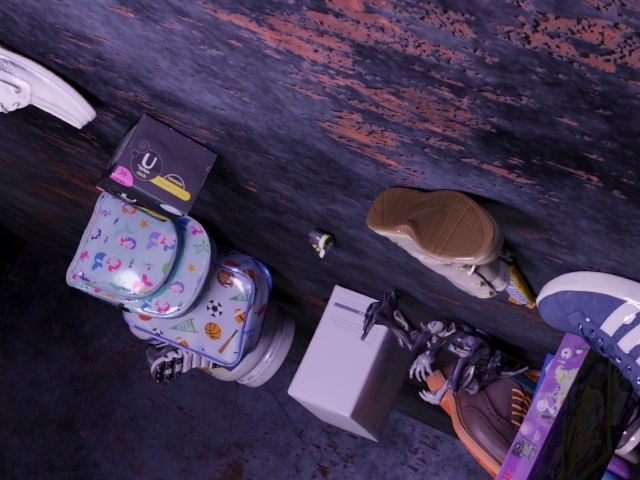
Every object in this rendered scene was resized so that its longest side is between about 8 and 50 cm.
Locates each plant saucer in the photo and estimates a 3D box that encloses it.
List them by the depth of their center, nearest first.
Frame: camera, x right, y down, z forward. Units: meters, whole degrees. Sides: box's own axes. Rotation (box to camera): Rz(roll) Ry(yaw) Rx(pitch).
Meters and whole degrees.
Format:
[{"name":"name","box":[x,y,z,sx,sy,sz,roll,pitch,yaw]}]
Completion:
[{"name":"plant saucer","box":[0.400,0.247,1.967,0.084,0.013,0.083,26,168,6]}]

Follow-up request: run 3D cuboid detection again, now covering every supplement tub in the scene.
[{"name":"supplement tub","box":[-0.245,0.177,2.530,0.325,0.235,0.235,31,168,-24]}]

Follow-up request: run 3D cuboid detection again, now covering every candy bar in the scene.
[{"name":"candy bar","box":[0.245,0.052,1.425,0.040,0.018,0.161,21,167,28]}]

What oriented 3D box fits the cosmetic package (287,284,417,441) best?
[{"name":"cosmetic package","box":[0.070,0.239,2.114,0.138,0.224,0.224,20,166,24]}]

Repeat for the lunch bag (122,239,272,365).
[{"name":"lunch bag","box":[-0.258,0.116,2.270,0.303,0.243,0.115,21,-155,18]}]

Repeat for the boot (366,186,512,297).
[{"name":"boot","box":[0.169,0.012,1.268,0.165,0.077,0.213,34,172,-32]}]

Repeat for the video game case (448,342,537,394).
[{"name":"video game case","box":[0.329,0.242,2.068,0.119,0.015,0.166,34,171,-35]}]

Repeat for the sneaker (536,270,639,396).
[{"name":"sneaker","box":[0.363,0.137,1.210,0.131,0.148,0.350,35,166,-38]}]

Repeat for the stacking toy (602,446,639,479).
[{"name":"stacking toy","box":[0.521,0.546,2.236,0.141,0.330,0.141,25,169,5]}]

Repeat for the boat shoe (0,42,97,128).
[{"name":"boat shoe","box":[-0.450,-0.219,1.552,0.277,0.096,0.098,30,168,-19]}]

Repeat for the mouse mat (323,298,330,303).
[{"name":"mouse mat","box":[0.104,0.163,2.276,0.190,0.007,0.152,30,168,-13]}]

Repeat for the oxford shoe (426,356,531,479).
[{"name":"oxford shoe","box":[0.296,0.298,1.855,0.130,0.133,0.363,49,-175,-34]}]

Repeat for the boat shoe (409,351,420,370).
[{"name":"boat shoe","box":[0.149,0.240,2.392,0.152,0.056,0.049,15,169,46]}]

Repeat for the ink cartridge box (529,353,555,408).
[{"name":"ink cartridge box","box":[0.390,0.266,1.830,0.046,0.097,0.207,15,161,23]}]

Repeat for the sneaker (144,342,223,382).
[{"name":"sneaker","box":[-0.272,0.228,2.370,0.234,0.078,0.106,-13,-139,-33]}]

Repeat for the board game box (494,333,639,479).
[{"name":"board game box","box":[0.328,0.301,1.522,0.056,0.346,0.208,21,167,38]}]

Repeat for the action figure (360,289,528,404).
[{"name":"action figure","box":[0.197,0.191,1.850,0.276,0.140,0.164,28,-177,-5]}]

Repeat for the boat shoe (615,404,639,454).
[{"name":"boat shoe","box":[0.483,0.322,1.927,0.095,0.112,0.335,42,166,11]}]

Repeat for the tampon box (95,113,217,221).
[{"name":"tampon box","box":[-0.239,-0.100,1.604,0.120,0.101,0.161,29,168,-15]}]

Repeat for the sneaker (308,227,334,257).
[{"name":"sneaker","box":[0.000,0.000,1.725,0.035,0.031,0.083,38,167,10]}]

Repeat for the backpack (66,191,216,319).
[{"name":"backpack","box":[-0.328,0.031,2.098,0.254,0.225,0.191,23,174,0]}]
